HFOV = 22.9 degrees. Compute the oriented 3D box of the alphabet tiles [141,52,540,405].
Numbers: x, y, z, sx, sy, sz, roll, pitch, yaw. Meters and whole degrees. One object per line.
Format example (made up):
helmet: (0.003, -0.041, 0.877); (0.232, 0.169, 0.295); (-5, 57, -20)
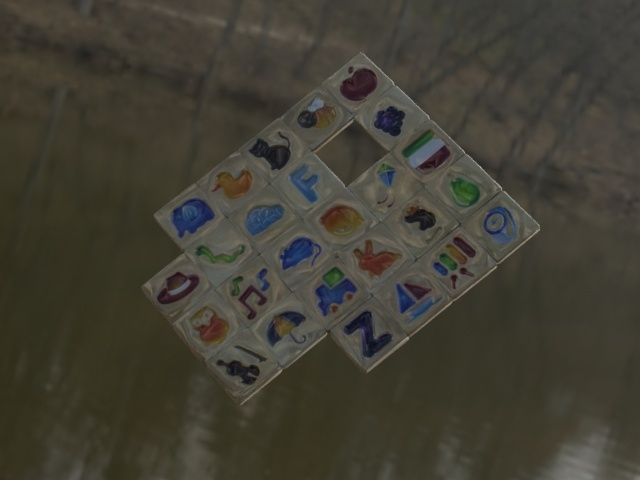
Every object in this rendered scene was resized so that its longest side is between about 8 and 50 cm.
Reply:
alphabet tiles: (0.000, 0.000, 1.108); (0.198, 0.237, 0.009); (47, -9, 26)
